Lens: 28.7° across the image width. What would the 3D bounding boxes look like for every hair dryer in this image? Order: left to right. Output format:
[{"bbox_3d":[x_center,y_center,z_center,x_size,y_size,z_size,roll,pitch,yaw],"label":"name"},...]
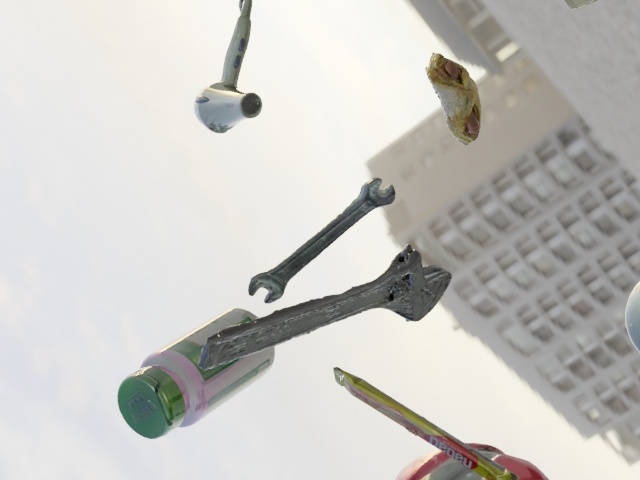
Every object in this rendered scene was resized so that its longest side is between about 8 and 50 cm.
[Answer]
[{"bbox_3d":[-0.095,-0.224,1.583,0.067,0.199,0.167,17,-169,-27],"label":"hair dryer"}]

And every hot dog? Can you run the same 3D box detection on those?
[{"bbox_3d":[0.234,-0.246,2.104,0.061,0.078,0.168,-21,94,64],"label":"hot dog"}]

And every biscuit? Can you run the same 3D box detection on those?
[{"bbox_3d":[0.139,0.251,1.684,0.292,0.026,0.048,30,148,21],"label":"biscuit"}]

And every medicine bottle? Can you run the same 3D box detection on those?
[{"bbox_3d":[-0.198,0.213,2.001,0.133,0.133,0.274,55,-143,3],"label":"medicine bottle"}]

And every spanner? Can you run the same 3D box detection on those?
[{"bbox_3d":[0.000,0.000,2.088,0.071,0.302,0.017,44,-171,-33],"label":"spanner"},{"bbox_3d":[0.013,0.068,1.214,0.325,0.093,0.026,-17,-143,-39],"label":"spanner"}]

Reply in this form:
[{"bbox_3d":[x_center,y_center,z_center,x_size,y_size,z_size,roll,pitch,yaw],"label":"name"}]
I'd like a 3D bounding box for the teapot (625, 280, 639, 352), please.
[{"bbox_3d":[0.573,0.099,1.967,0.183,0.184,0.251,62,-179,26],"label":"teapot"}]

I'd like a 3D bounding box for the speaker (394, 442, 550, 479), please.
[{"bbox_3d":[0.228,0.446,1.843,0.294,0.294,0.294,48,-162,-20],"label":"speaker"}]

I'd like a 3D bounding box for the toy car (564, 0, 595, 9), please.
[{"bbox_3d":[0.335,-0.345,1.518,0.101,0.124,0.257,52,-160,0],"label":"toy car"}]
